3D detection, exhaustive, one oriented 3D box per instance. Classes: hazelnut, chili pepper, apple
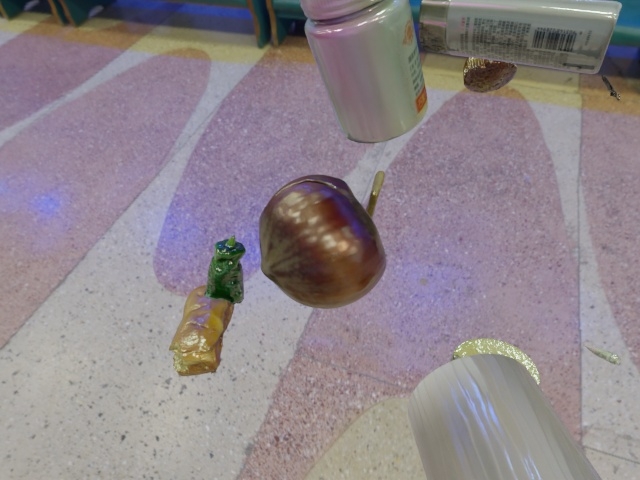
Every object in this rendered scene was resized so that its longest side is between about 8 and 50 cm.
[{"bbox_3d":[0.000,0.000,1.329,0.359,0.359,0.409,-32,72,-21],"label":"hazelnut"},{"bbox_3d":[-0.318,0.094,1.549,0.136,0.270,0.099,19,36,6],"label":"chili pepper"},{"bbox_3d":[0.497,0.453,1.353,0.258,0.233,0.295,25,27,13],"label":"apple"}]

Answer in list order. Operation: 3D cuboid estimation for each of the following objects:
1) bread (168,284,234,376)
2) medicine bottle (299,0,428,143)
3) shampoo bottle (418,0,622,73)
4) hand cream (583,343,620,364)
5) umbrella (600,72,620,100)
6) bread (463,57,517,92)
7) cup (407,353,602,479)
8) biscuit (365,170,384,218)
[{"bbox_3d":[-0.434,0.319,1.659,0.195,0.149,0.344,-15,39,17],"label":"bread"},{"bbox_3d":[0.088,-0.417,0.945,0.219,0.388,0.219,-15,43,14],"label":"medicine bottle"},{"bbox_3d":[0.241,-0.268,0.574,0.227,0.086,0.056,19,69,25],"label":"shampoo bottle"},{"bbox_3d":[1.046,0.421,1.673,0.061,0.143,0.039,35,89,-8],"label":"hand cream"},{"bbox_3d":[0.711,-0.374,1.108,0.013,0.122,0.022,3,75,54],"label":"umbrella"},{"bbox_3d":[0.270,-0.267,0.718,0.085,0.085,0.053,-4,78,1],"label":"bread"},{"bbox_3d":[0.279,0.321,0.609,0.288,0.208,0.273,9,30,-14],"label":"cup"},{"bbox_3d":[0.201,-0.159,1.712,0.039,0.174,0.183,16,45,5],"label":"biscuit"}]
